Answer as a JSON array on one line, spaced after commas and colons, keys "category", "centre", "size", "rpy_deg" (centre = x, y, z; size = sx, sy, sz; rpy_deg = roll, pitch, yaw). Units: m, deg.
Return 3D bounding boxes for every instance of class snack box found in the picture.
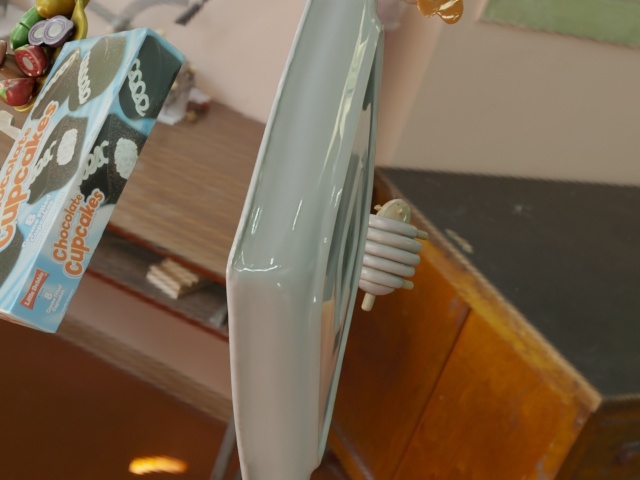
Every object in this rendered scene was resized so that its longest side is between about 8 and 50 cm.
[{"category": "snack box", "centre": [-0.277, -0.069, 1.055], "size": [0.060, 0.322, 0.187], "rpy_deg": [33, -18, -37]}]

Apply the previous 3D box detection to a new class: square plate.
[{"category": "square plate", "centre": [0.000, 0.000, 0.725], "size": [0.049, 0.347, 0.344], "rpy_deg": [9, 50, 6]}]

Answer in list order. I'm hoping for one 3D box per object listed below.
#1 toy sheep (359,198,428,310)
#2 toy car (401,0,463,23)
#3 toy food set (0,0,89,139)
[{"category": "toy sheep", "centre": [0.073, 0.017, 1.120], "size": [0.091, 0.132, 0.091], "rpy_deg": [13, -3, 1]}, {"category": "toy car", "centre": [0.089, -0.355, 1.188], "size": [0.210, 0.219, 0.238], "rpy_deg": [-40, 96, -35]}, {"category": "toy food set", "centre": [-0.362, -0.232, 1.217], "size": [0.071, 0.218, 0.128], "rpy_deg": [29, 6, -38]}]
